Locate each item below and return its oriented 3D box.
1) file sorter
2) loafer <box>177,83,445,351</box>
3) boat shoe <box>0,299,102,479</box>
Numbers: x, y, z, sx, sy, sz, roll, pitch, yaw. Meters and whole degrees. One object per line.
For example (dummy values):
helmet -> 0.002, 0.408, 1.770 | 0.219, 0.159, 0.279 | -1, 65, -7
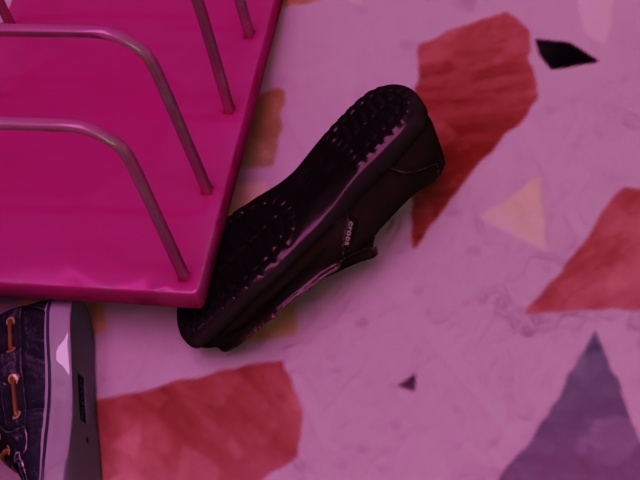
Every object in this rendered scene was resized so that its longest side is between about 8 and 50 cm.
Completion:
file sorter -> -0.160, -0.131, 0.977 | 0.202, 0.182, 0.291 | 3, 57, 14
loafer -> 0.000, 0.000, 0.976 | 0.220, 0.078, 0.080 | -42, 35, 9
boat shoe -> -0.190, 0.126, 0.973 | 0.083, 0.065, 0.183 | -11, 60, 9
